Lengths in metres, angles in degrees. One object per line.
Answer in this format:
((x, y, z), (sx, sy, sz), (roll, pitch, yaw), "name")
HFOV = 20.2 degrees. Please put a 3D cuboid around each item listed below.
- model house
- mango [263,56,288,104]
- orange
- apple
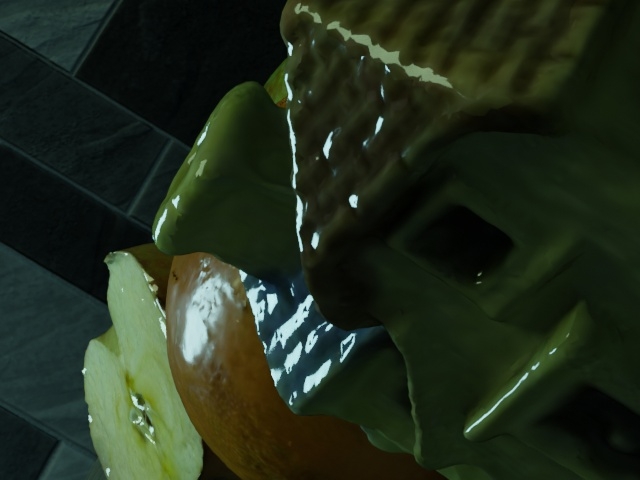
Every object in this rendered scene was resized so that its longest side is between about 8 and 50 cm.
((0.079, 0.015, 0.666), (0.321, 0.266, 0.261), (-50, 8, 50), "model house")
((0.056, -0.067, 1.401), (0.225, 0.201, 0.382), (-51, -10, -3), "mango")
((0.029, 0.026, 1.092), (0.284, 0.226, 0.284), (-57, 13, 21), "orange")
((-0.090, 0.134, 1.590), (0.163, 0.251, 0.293), (-15, -31, -25), "apple")
